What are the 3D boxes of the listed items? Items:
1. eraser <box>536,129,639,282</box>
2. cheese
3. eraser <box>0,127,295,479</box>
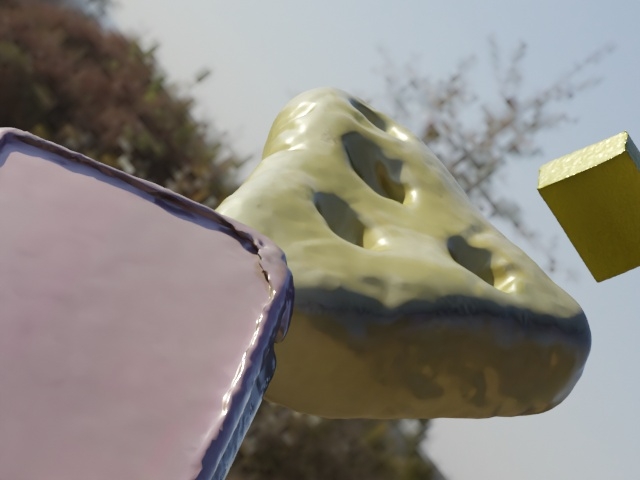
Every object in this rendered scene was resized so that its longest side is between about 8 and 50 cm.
[{"bbox_3d":[0.273,-0.032,1.758,0.122,0.097,0.045,53,29,-23],"label":"eraser"},{"bbox_3d":[0.000,0.000,1.425,0.328,0.130,0.351,1,37,-45],"label":"cheese"},{"bbox_3d":[-0.182,0.090,0.975,0.272,0.359,0.122,21,-54,6],"label":"eraser"}]
